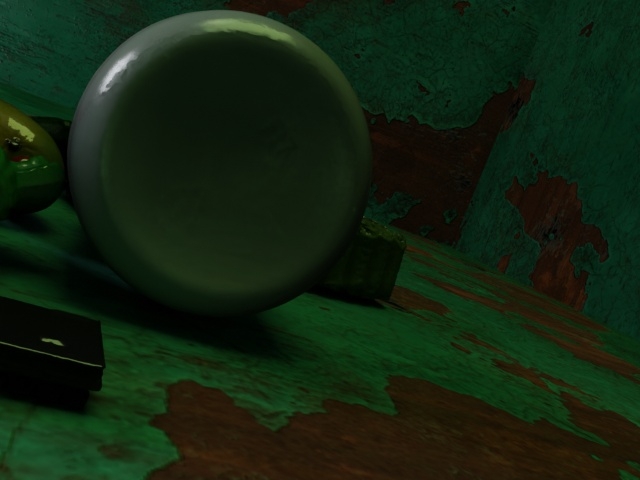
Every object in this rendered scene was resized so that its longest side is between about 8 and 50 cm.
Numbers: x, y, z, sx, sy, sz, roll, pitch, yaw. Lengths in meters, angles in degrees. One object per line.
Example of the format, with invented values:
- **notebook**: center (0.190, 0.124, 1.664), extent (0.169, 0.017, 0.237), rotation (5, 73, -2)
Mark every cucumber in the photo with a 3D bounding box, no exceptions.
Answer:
- **cucumber**: center (-0.364, -0.115, 0.894), extent (0.115, 0.063, 0.244), rotation (-13, 1, 4)

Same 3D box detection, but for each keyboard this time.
- **keyboard**: center (-0.265, 0.022, 0.335), extent (0.317, 0.027, 0.106), rotation (19, 3, -20)

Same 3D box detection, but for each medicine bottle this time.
- **medicine bottle**: center (-0.112, -0.075, 0.653), extent (0.245, 0.245, 0.306), rotation (19, 2, -22)

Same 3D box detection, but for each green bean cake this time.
- **green bean cake**: center (0.000, 0.000, 0.995), extent (0.200, 0.113, 0.214), rotation (16, 9, -44)

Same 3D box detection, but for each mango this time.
- **mango**: center (-0.330, -0.087, 0.697), extent (0.191, 0.085, 0.122), rotation (15, -32, 41)

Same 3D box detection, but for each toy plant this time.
- **toy plant**: center (-0.319, -0.054, 0.540), extent (0.240, 0.088, 0.154), rotation (12, 18, 27)

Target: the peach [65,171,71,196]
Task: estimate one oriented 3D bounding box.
- **peach**: center (-0.226, -0.078, 0.881), extent (0.190, 0.192, 0.190), rotation (53, 13, -18)
